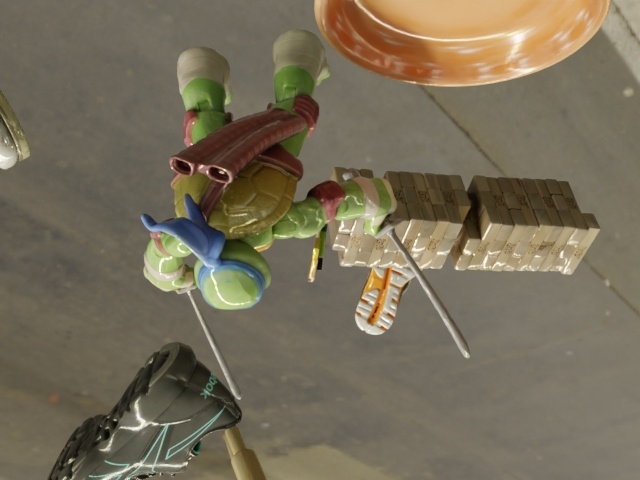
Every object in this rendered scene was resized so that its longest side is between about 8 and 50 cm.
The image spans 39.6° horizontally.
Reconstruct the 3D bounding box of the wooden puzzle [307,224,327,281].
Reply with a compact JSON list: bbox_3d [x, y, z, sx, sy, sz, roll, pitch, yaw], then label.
[{"bbox_3d":[0.000,0.000,0.951,0.014,0.116,0.078,10,126,-1],"label":"wooden puzzle"}]

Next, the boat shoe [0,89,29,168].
[{"bbox_3d":[-0.448,-0.176,1.000,0.302,0.103,0.113,43,149,18],"label":"boat shoe"}]

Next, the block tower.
[{"bbox_3d":[0.174,-0.024,1.130,0.335,0.097,0.091,4,137,-14],"label":"block tower"}]

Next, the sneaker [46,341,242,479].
[{"bbox_3d":[-0.193,0.220,0.924,0.106,0.101,0.267,39,117,-19],"label":"sneaker"}]

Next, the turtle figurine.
[{"bbox_3d":[-0.046,-0.026,0.741,0.198,0.266,0.275,-30,137,35],"label":"turtle figurine"}]

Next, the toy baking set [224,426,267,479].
[{"bbox_3d":[-0.050,0.333,1.019,0.030,0.256,0.196,-24,134,-8],"label":"toy baking set"}]

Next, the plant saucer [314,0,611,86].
[{"bbox_3d":[0.096,-0.170,0.615,0.200,0.037,0.200,3,161,1],"label":"plant saucer"}]

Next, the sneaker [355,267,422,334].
[{"bbox_3d":[0.118,0.046,1.449,0.084,0.083,0.215,28,107,2],"label":"sneaker"}]
